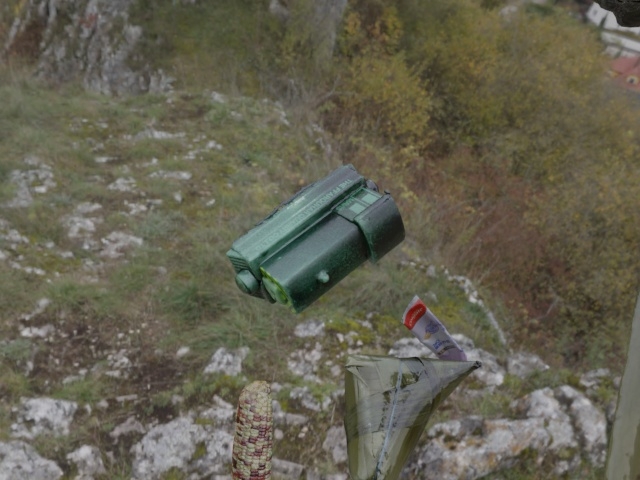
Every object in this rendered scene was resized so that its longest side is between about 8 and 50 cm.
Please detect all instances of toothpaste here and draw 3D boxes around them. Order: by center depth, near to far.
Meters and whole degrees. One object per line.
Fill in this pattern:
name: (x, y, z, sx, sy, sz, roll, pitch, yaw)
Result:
toothpaste: (0.300, 0.253, 1.540, 0.075, 0.301, 0.048, -41, 32, 7)

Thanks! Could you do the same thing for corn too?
corn: (-0.142, 0.418, 1.264, 0.086, 0.253, 0.086, 4, 9, -1)

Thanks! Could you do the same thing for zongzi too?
zongzi: (0.157, 0.298, 0.991, 0.242, 0.112, 0.220, 2, 59, -4)

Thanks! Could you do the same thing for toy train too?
toy train: (0.000, 0.000, 1.096, 0.330, 0.138, 0.178, -38, 41, -18)

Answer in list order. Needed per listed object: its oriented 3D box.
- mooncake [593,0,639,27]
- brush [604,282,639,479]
mooncake: (0.432, -0.447, 0.725, 0.212, 0.350, 0.381, 37, 13, 16)
brush: (0.135, 0.135, 0.232, 0.048, 0.054, 0.282, 22, 68, -3)
